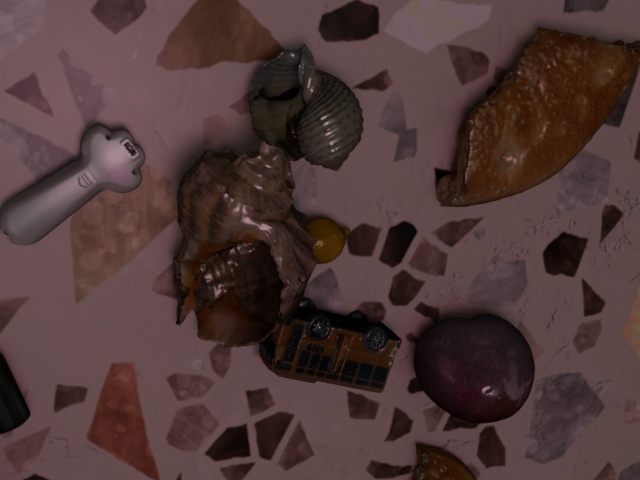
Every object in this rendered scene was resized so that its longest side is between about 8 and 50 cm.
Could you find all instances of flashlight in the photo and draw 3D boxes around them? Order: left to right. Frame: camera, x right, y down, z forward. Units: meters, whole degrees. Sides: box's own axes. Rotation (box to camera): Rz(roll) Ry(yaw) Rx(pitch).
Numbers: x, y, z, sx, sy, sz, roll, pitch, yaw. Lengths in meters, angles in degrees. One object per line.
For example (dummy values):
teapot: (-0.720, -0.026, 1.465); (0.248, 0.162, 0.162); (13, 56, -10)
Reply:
flashlight: (-0.310, -0.065, 1.150); (0.200, 0.047, 0.093); (-36, 110, -2)

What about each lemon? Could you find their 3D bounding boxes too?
lemon: (0.000, 0.000, 1.247); (0.092, 0.065, 0.065); (-16, 108, -27)

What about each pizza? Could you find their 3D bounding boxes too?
pizza: (0.180, 0.391, 1.413); (0.178, 0.041, 0.131); (37, 89, -21)
pizza: (0.299, -0.178, 1.283); (0.365, 0.074, 0.182); (-44, 113, -1)

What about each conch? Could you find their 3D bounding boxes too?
conch: (-0.090, 0.000, 1.171); (0.210, 0.159, 0.291); (36, 134, 11)
conch: (-0.017, -0.158, 1.181); (0.135, 0.102, 0.153); (-24, 77, 2)

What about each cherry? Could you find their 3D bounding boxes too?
cherry: (0.223, 0.183, 1.306); (0.176, 0.176, 0.140); (-3, 131, -15)

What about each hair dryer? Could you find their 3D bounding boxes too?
hair dryer: (-0.480, 0.218, 1.175); (0.197, 0.057, 0.100); (-21, 107, -4)

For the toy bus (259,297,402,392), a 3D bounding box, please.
toy bus: (0.006, 0.145, 1.273); (0.182, 0.091, 0.103); (14, 99, -21)
